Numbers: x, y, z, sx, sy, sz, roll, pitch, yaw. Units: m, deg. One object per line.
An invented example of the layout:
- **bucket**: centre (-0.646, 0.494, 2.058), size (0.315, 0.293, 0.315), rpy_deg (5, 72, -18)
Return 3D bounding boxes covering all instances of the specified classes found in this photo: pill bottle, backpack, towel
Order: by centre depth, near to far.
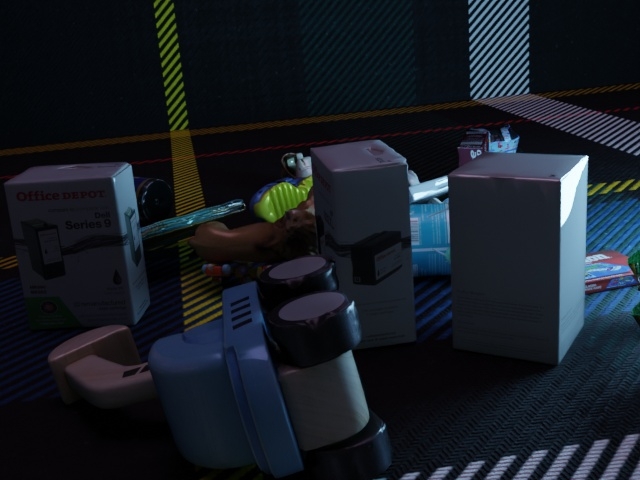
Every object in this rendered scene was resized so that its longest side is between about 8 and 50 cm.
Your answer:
- **pill bottle**: centre (0.256, -0.002, 1.658), size (0.264, 0.146, 0.146), rpy_deg (-2, 17, 6)
- **towel**: centre (-0.380, -0.010, 1.860), size (0.370, 0.040, 0.271), rpy_deg (-19, -1, -34)
- **pill bottle**: centre (-0.517, -0.113, 2.251), size (0.219, 0.122, 0.123), rpy_deg (6, 20, 33)
- **backpack**: centre (0.530, -0.285, 2.541), size (0.158, 0.117, 0.173), rpy_deg (-4, 17, 2)

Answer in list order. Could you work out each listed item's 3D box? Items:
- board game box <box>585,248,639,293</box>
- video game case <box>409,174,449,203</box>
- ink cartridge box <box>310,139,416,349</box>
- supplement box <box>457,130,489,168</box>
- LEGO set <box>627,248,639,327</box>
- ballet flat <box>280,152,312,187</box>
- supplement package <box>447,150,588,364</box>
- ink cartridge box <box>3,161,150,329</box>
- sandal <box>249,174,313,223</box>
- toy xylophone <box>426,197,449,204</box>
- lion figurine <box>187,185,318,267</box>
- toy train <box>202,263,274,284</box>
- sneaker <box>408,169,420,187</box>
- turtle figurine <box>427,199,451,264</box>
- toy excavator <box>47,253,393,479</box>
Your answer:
- **board game box**: centre (0.470, 0.067, 1.581), size (0.281, 0.027, 0.145), rpy_deg (-9, 16, -13)
- **video game case**: centre (0.202, -0.084, 1.880), size (0.300, 0.036, 0.329), rpy_deg (-18, -6, -38)
- **ink cartridge box**: centre (0.069, 0.000, 1.423), size (0.129, 0.307, 0.223), rpy_deg (-7, 17, -8)
- **supplement box**: centre (0.435, -0.226, 2.356), size (0.073, 0.130, 0.239), rpy_deg (1, 19, 16)
- **LEGO set**: centre (0.615, 0.104, 1.273), size (0.255, 0.192, 0.331), rpy_deg (-31, 7, 17)
- **ballet flat**: centre (-0.052, -0.198, 2.429), size (0.107, 0.106, 0.316), rpy_deg (-12, 19, -21)
- **supplement package**: centre (0.318, 0.019, 1.324), size (0.177, 0.293, 0.175), rpy_deg (7, 21, 30)
- **ink cartridge box**: centre (-0.451, 0.009, 1.558), size (0.211, 0.289, 0.121), rpy_deg (-4, 17, 4)
- **sandal**: centre (-0.102, -0.097, 2.120), size (0.138, 0.126, 0.317), rpy_deg (0, 9, 25)
- **toy xylophone**: centre (0.366, -0.081, 1.819), size (0.323, 0.236, 0.081), rpy_deg (-11, 59, -41)
- **lion figurine**: centre (-0.133, 0.000, 1.678), size (0.392, 0.142, 0.240), rpy_deg (-14, -2, 16)
- **toy train**: centre (-0.144, 0.072, 1.649), size (0.166, 0.046, 0.125), rpy_deg (0, -4, 21)
- **sneaker**: centre (0.179, -0.134, 2.229), size (0.115, 0.090, 0.232), rpy_deg (-21, 14, -26)
- **turtle figurine**: centre (0.301, 0.012, 1.518), size (0.234, 0.175, 0.118), rpy_deg (-3, 39, -17)
- **toy excavator**: centre (-0.170, 0.179, 1.128), size (0.445, 0.222, 0.433), rpy_deg (-15, 17, -4)
